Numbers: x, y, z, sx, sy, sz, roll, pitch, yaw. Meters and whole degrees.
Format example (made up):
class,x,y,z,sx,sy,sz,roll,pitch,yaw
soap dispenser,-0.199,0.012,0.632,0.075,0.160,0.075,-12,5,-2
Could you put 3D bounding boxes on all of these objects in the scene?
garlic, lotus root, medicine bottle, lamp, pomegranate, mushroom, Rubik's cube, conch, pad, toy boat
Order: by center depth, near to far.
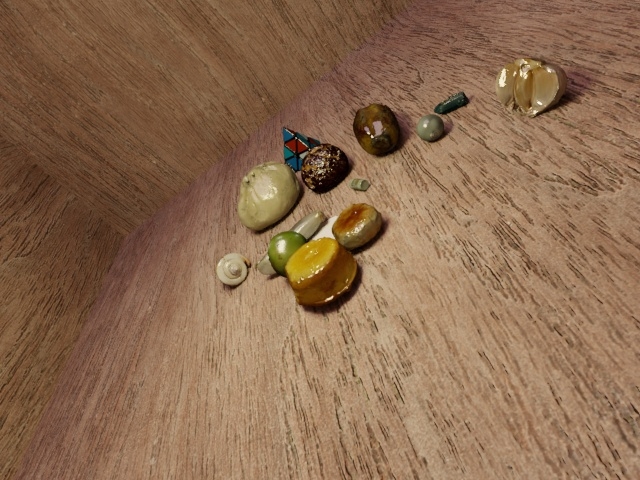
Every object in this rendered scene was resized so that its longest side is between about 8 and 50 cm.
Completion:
class,x,y,z,sx,sy,sz,roll,pitch,yaw
garlic,0.699,-0.509,1.530,0.143,0.177,0.229,-23,35,-35
pomegranate,-0.089,0.046,1.718,0.210,0.179,0.180,-12,31,0
lamp,0.424,-0.434,1.798,0.105,0.105,0.105,-31,30,20
pad,0.000,0.000,1.830,0.157,0.004,0.232,-28,31,24
mushroom,-0.114,0.004,1.869,0.351,0.097,0.109,-48,18,-12
toy boat,0.523,-0.550,1.883,0.141,0.055,0.060,-22,42,34
medicine bottle,0.157,-0.230,1.907,0.047,0.047,0.083,-49,29,-13
lotus root,0.240,-0.494,2.032,0.196,0.179,0.397,-35,28,19
conch,-0.413,0.116,2.063,0.255,0.127,0.158,1,51,53
Rubik's cube,-0.071,-0.482,2.444,0.284,0.250,0.234,-45,47,-15

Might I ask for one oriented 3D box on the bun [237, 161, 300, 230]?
class,x,y,z,sx,sy,sz,roll,pitch,yaw
bun,-0.263,-0.220,2.244,0.362,0.234,0.326,-53,34,-6

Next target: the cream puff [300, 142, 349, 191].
class,x,y,z,sx,sy,sz,roll,pitch,yaw
cream puff,0.010,-0.339,2.123,0.239,0.165,0.239,-28,32,20

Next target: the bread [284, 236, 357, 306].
class,x,y,z,sx,sy,sz,roll,pitch,yaw
bread,0.000,0.101,1.542,0.269,0.145,0.268,-28,29,17

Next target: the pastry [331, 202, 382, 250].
class,x,y,z,sx,sy,sz,roll,pitch,yaw
pastry,0.125,-0.047,1.641,0.182,0.093,0.192,-41,26,-5
